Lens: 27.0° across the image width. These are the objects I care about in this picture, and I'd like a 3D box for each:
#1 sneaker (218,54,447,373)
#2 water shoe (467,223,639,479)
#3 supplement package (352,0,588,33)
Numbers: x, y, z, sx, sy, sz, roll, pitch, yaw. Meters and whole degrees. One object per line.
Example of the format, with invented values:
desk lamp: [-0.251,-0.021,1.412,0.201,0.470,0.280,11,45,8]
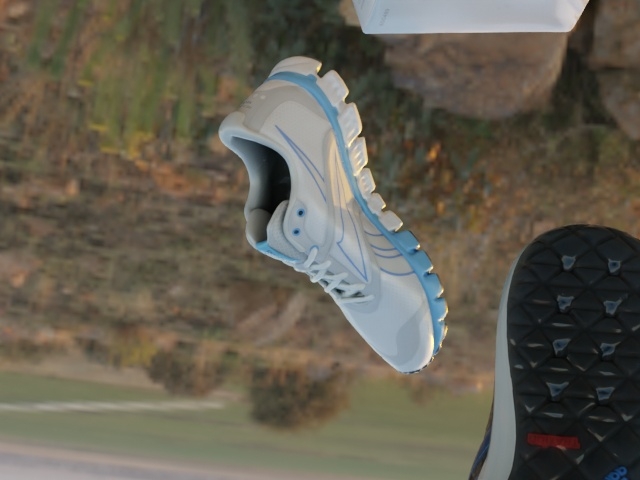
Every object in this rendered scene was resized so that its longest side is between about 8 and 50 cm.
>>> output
sneaker: [0.000,0.000,0.734,0.071,0.191,0.083,-14,-161,49]
water shoe: [0.079,0.095,0.421,0.073,0.203,0.080,10,153,17]
supplement package: [0.057,-0.191,0.586,0.105,0.179,0.105,-4,147,-18]
